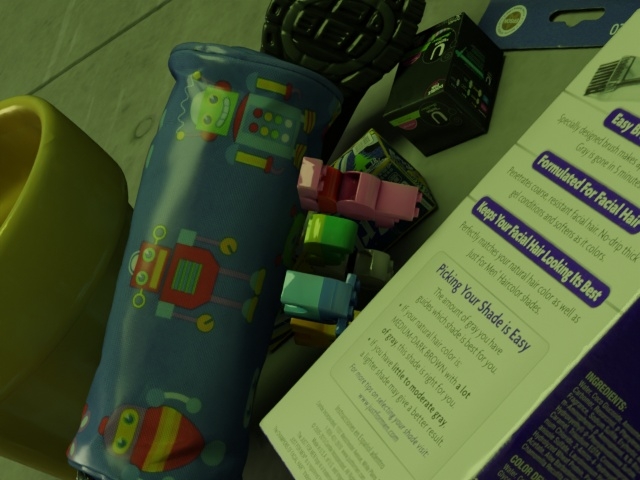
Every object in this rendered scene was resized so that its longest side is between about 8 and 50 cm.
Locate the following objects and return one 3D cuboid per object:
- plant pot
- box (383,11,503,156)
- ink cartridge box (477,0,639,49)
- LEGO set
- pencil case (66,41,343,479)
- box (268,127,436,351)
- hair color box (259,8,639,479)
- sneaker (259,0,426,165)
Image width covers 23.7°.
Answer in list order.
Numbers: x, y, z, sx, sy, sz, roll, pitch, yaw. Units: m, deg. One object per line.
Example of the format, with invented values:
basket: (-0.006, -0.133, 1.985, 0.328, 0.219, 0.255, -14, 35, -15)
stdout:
plant pot: (-0.202, 0.061, 1.133, 0.254, 0.239, 0.254, -33, 34, 26)
box: (0.092, -0.116, 1.138, 0.062, 0.052, 0.083, -21, 41, 41)
ink cartridge box: (0.217, -0.242, 1.127, 0.223, 0.045, 0.224, 7, 61, 55)
LEGO set: (0.032, 0.030, 0.969, 0.227, 0.093, 0.087, 80, -158, -75)
pencil case: (-0.075, 0.026, 1.007, 0.119, 0.133, 0.306, 14, 87, 13)
box: (0.000, 0.000, 1.117, 0.169, 0.059, 0.054, -41, 30, 13)
hair color box: (0.136, 0.045, 0.843, 0.339, 0.110, 0.185, -49, 29, 3)
sneaker: (-0.013, -0.120, 1.190, 0.286, 0.109, 0.130, -58, 4, 7)
